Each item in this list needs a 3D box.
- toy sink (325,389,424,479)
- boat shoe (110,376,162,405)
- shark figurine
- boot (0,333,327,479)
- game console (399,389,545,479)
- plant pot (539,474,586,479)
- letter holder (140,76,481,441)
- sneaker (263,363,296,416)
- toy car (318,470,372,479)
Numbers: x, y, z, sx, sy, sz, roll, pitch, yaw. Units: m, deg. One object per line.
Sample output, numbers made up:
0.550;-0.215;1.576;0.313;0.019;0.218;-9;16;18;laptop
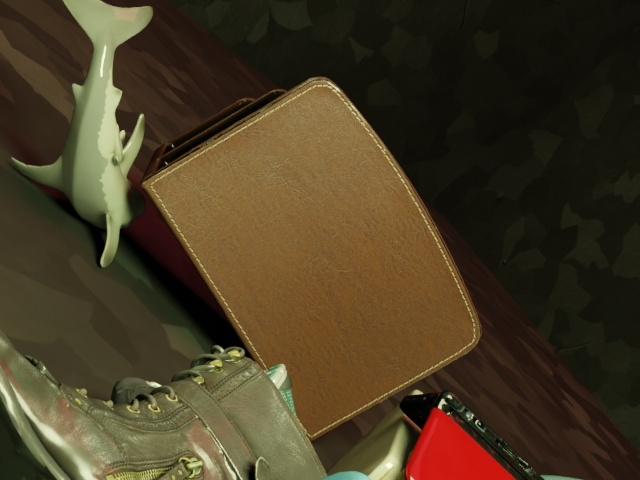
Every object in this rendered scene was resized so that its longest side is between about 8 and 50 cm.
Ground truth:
0.056;0.231;1.139;0.131;0.153;0.234;46;9;2;toy sink
-0.079;0.153;1.138;0.206;0.075;0.065;28;22;-45;boat shoe
-0.227;-0.093;1.372;0.116;0.278;0.166;9;43;6;shark figurine
-0.115;0.114;0.907;0.263;0.091;0.229;55;34;3;boot
0.108;0.185;1.066;0.144;0.085;0.124;44;-20;-9;game console
0.252;0.333;1.285;0.252;0.247;0.248;31;1;36;plant pot
0.000;0.000;1.448;0.302;0.214;0.152;58;7;-13;letter holder
-0.045;0.164;1.305;0.076;0.065;0.166;60;11;-11;sneaker
-0.021;0.257;0.801;0.219;0.210;0.238;56;-21;-10;toy car
